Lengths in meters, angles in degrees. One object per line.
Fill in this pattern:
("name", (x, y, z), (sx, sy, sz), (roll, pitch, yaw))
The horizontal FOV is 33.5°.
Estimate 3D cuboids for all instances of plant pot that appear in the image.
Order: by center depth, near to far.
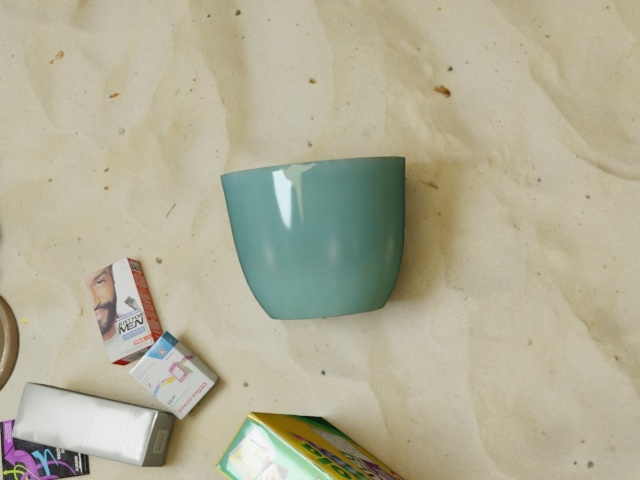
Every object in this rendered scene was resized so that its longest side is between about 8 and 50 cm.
("plant pot", (0.000, 0.000, 1.674), (0.292, 0.293, 0.235), (-6, 90, 17))
("plant pot", (-0.683, 0.189, 1.946), (0.237, 0.109, 0.238), (-4, 78, 19))

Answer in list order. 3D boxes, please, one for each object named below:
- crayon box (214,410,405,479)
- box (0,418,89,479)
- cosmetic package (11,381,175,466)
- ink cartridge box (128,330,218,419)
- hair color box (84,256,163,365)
("crayon box", (0.063, 0.393, 1.547), (0.363, 0.313, 0.106), (34, 91, 21))
("box", (-0.490, 0.367, 1.888), (0.162, 0.029, 0.116), (-11, 76, 14))
("cosmetic package", (-0.380, 0.311, 1.794), (0.237, 0.127, 0.107), (14, 81, 9))
("ink cartridge box", (-0.247, 0.228, 1.800), (0.122, 0.052, 0.088), (42, 95, -4))
("hair color box", (-0.345, 0.125, 1.877), (0.093, 0.053, 0.167), (-25, 71, 12))
